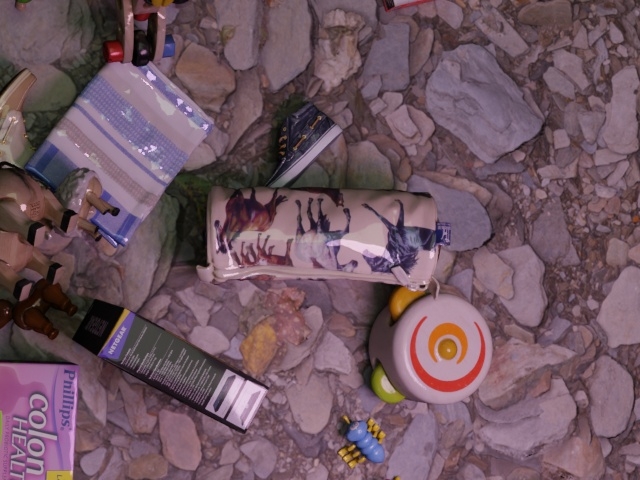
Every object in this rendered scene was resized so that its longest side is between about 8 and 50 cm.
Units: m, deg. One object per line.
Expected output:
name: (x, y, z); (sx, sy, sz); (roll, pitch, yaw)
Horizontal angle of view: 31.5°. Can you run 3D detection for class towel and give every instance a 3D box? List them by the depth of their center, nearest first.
towel: (-0.313, -0.155, 1.819); (0.209, 0.034, 0.285); (44, 62, -21)

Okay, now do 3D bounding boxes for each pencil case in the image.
pencil case: (0.000, 0.000, 1.864); (0.410, 0.160, 0.183); (1, 46, -9)

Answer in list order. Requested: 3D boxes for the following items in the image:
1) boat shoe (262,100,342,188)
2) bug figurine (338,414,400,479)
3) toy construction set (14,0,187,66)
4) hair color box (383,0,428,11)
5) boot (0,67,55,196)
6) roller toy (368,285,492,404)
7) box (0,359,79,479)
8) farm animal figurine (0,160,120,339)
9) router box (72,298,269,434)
boat shoe: (-0.052, -0.153, 1.946); (0.083, 0.065, 0.183); (44, 76, 3)
bug figurine: (0.046, 0.447, 1.938); (0.216, 0.072, 0.279); (47, 73, -12)
toy construction set: (-0.324, -0.435, 1.739); (0.308, 0.237, 0.257); (11, 65, -16)
hair color box: (0.178, -0.466, 2.054); (0.141, 0.043, 0.072); (-17, 93, -22)
boot: (-0.458, -0.146, 1.783); (0.165, 0.077, 0.213); (31, 78, -18)
roller toy: (0.193, 0.184, 1.967); (0.191, 0.146, 0.209); (8, 84, -20)
box: (-0.498, 0.288, 1.720); (0.243, 0.117, 0.214); (4, 85, -21)
farm animal figurine: (-0.480, 0.031, 1.623); (0.172, 0.330, 0.327); (33, 105, 16)
router box: (-0.235, 0.184, 1.722); (0.243, 0.309, 0.081); (31, 80, -17)
